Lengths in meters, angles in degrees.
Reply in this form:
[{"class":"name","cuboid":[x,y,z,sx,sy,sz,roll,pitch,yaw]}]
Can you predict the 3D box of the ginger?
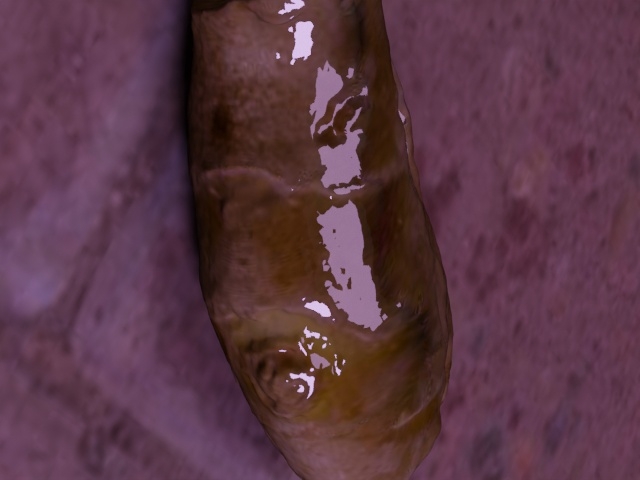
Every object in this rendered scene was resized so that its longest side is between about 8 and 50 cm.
[{"class":"ginger","cuboid":[0.000,0.000,0.885,0.116,0.109,0.263,-18,117,-19]}]
